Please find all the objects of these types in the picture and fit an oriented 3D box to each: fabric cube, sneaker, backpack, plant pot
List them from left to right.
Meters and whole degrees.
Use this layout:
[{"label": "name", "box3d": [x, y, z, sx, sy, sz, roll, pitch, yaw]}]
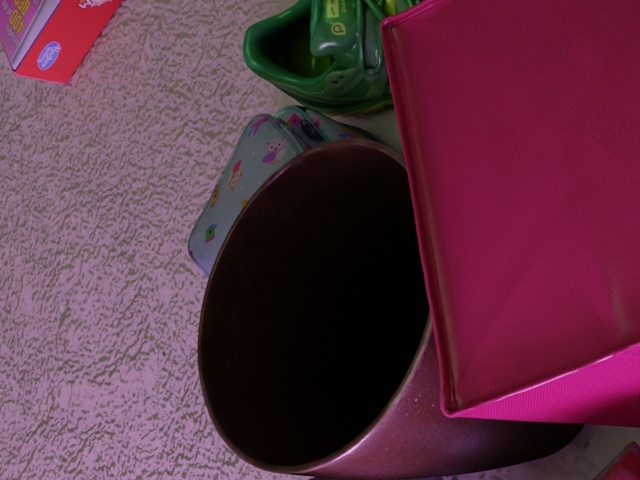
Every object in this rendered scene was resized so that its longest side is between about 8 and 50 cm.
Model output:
[{"label": "backpack", "box3d": [0.000, 0.000, 1.338, 0.188, 0.144, 0.166, 43, 109, 40]}, {"label": "sneaker", "box3d": [0.056, -0.158, 1.314, 0.295, 0.123, 0.110, -18, 70, 44]}, {"label": "plant pot", "box3d": [0.074, 0.072, 1.164, 0.215, 0.230, 0.215, -22, 58, 40]}, {"label": "fabric cube", "box3d": [0.224, -0.039, 1.010, 0.259, 0.258, 0.254, -25, 66, 43]}]

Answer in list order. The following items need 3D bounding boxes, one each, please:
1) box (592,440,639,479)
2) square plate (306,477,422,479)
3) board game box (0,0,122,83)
[{"label": "box", "box3d": [0.138, 0.292, 1.088, 0.142, 0.154, 0.300, 41, 119, 6]}, {"label": "square plate", "box3d": [-0.008, 0.322, 1.184, 0.049, 0.344, 0.347, 14, 95, 18]}, {"label": "board game box", "box3d": [-0.235, -0.349, 1.713, 0.316, 0.064, 0.242, -50, 51, 30]}]
